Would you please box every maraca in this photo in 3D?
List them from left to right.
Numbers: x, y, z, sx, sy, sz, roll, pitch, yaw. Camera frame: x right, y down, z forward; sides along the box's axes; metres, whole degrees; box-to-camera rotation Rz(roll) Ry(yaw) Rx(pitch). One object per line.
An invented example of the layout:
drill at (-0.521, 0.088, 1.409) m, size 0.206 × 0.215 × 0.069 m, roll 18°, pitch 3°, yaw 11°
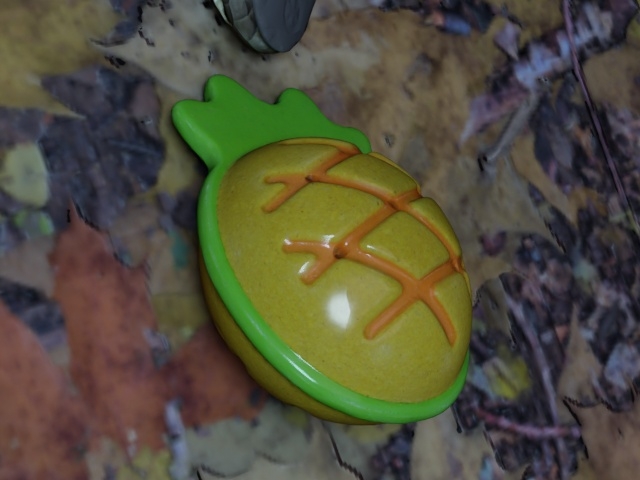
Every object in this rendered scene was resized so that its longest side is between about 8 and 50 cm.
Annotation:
maraca at (0.000, 0.000, 0.715) m, size 0.127 × 0.099 × 0.186 m, roll 10°, pitch 44°, yaw -39°

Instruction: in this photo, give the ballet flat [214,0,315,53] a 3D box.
ballet flat at (-0.037, -0.206, 0.780) m, size 0.084 × 0.058 × 0.250 m, roll 23°, pitch 63°, yaw -69°
